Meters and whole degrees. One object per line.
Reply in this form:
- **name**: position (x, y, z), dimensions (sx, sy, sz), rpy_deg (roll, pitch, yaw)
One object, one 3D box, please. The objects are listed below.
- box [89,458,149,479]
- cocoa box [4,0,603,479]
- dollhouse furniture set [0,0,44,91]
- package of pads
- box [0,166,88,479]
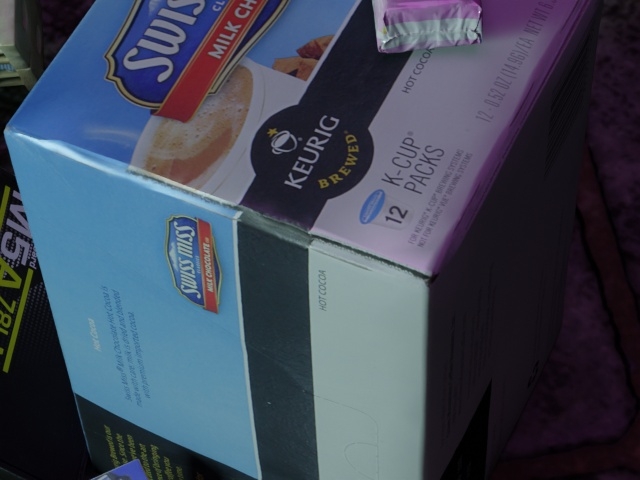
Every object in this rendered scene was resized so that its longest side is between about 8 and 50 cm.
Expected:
- **box**: position (-0.128, 0.170, 1.089), dimensions (0.081, 0.136, 0.028), rpy_deg (-23, 58, -13)
- **cocoa box**: position (0.000, 0.000, 1.068), dimensions (0.228, 0.347, 0.231), rpy_deg (21, 58, 16)
- **dollhouse furniture set**: position (-0.255, -0.083, 1.292), dimensions (0.129, 0.129, 0.184), rpy_deg (-3, 80, 1)
- **package of pads**: position (0.048, -0.127, 0.923), dimensions (0.050, 0.032, 0.083), rpy_deg (-4, 52, -3)
- **box**: position (-0.208, 0.045, 1.164), dimensions (0.184, 0.045, 0.191), rpy_deg (32, 50, -30)
